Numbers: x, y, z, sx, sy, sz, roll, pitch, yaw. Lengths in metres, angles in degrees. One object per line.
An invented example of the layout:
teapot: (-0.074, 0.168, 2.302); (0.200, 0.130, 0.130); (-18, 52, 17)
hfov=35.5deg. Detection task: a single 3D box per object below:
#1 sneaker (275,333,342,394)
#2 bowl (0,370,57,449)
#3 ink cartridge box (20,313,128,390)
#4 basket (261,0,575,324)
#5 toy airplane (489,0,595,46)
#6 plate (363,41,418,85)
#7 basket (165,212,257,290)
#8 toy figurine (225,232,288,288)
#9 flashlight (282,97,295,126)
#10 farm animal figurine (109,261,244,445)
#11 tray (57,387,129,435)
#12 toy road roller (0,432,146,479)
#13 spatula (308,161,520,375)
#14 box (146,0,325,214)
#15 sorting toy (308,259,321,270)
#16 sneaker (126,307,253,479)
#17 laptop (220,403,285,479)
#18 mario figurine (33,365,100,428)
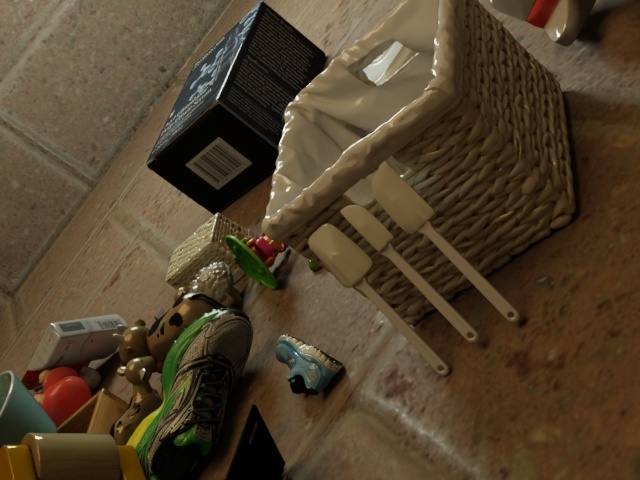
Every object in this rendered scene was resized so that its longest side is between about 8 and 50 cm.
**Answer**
sneaker: (-0.033, 0.188, 1.482); (0.073, 0.063, 0.162); (-60, 23, -9)
bowl: (-0.632, 0.428, 1.962); (0.311, 0.163, 0.311); (-42, 25, 25)
ink cartridge box: (-0.564, 0.271, 2.267); (0.066, 0.189, 0.232); (45, 120, 29)
basket: (0.135, -0.125, 1.351); (0.328, 0.266, 0.331); (-38, 27, 32)
toy airplane: (0.373, -0.473, 1.399); (0.386, 0.272, 0.384); (-10, 47, 58)
plate: (0.136, -0.375, 2.015); (0.277, 0.045, 0.278); (-57, 22, -10)
basket: (-0.222, 0.038, 2.015); (0.167, 0.103, 0.113); (-38, 27, 30)
toy figurine: (-0.074, -0.006, 1.832); (0.159, 0.130, 0.173); (-44, -5, -15)
flashlight: (-0.019, -0.199, 1.963); (0.103, 0.103, 0.304); (-15, 23, 2)
farm animal figurine: (-0.283, 0.206, 1.792); (0.327, 0.172, 0.330); (-46, 23, 16)
tray: (-0.552, 0.490, 2.026); (0.411, 0.076, 0.202); (-41, 25, 29)
toy road roller: (-0.373, 0.467, 1.475); (0.240, 0.203, 0.329); (-61, 39, 29)
spatula: (0.110, 0.043, 1.206); (0.168, 0.242, 0.019); (-45, -2, 30)
box: (-0.191, -0.312, 2.337); (0.294, 0.212, 0.395); (-34, 28, 40)
sorting toy: (0.000, 0.000, 1.721); (0.102, 0.042, 0.061); (-54, 22, -2)
sneaker: (-0.192, 0.273, 1.612); (0.146, 0.134, 0.343); (9, 72, 58)
laptop: (-0.149, 0.376, 1.327); (0.264, 0.137, 0.234); (-28, 32, 45)
mario figurine: (-0.623, 0.355, 2.242); (0.321, 0.170, 0.198); (-32, 28, 44)
